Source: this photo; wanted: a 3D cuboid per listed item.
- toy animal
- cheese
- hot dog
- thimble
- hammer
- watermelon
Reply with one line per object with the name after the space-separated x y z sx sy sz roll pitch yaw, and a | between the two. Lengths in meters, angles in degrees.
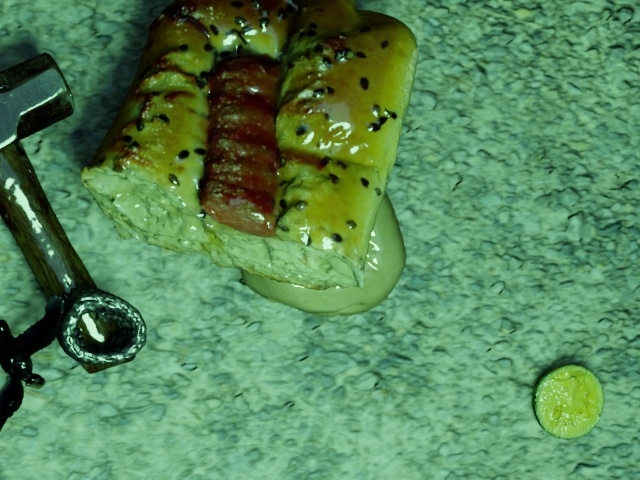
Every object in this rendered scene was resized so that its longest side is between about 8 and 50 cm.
-0.376 0.144 1.866 0.108 0.062 0.220 33 113 14 | toy animal
0.000 0.000 1.985 0.218 0.117 0.235 -41 97 -12 | cheese
-0.064 -0.159 1.870 0.367 0.196 0.365 15 64 12 | hot dog
-0.270 0.110 1.864 0.104 0.066 0.095 38 80 -21 | thimble
-0.359 -0.012 1.898 0.242 0.095 0.408 -30 103 -16 | hammer
0.339 0.221 2.115 0.106 0.062 0.105 -2 96 -14 | watermelon
